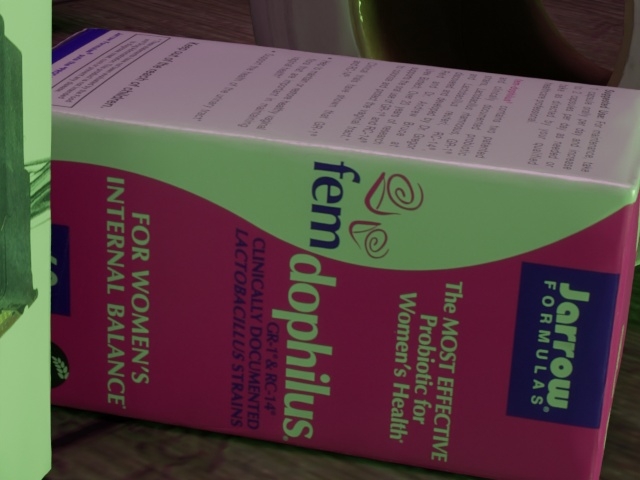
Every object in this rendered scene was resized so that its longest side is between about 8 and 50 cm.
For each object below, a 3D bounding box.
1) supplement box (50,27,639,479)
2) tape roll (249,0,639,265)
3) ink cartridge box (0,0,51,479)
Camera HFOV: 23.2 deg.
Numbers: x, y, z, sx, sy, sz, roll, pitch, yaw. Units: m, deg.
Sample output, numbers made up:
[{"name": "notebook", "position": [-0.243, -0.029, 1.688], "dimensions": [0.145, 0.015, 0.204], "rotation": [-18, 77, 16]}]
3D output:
[{"name": "supplement box", "position": [0.000, 0.000, 0.552], "dimensions": [0.220, 0.111, 0.114], "rotation": [7, 22, 11]}, {"name": "tape roll", "position": [0.112, -0.117, 0.687], "dimensions": [0.246, 0.246, 0.169], "rotation": [17, 24, 31]}, {"name": "ink cartridge box", "position": [-0.172, -0.032, 0.440], "dimensions": [0.172, 0.237, 0.100], "rotation": [9, 19, 15]}]
